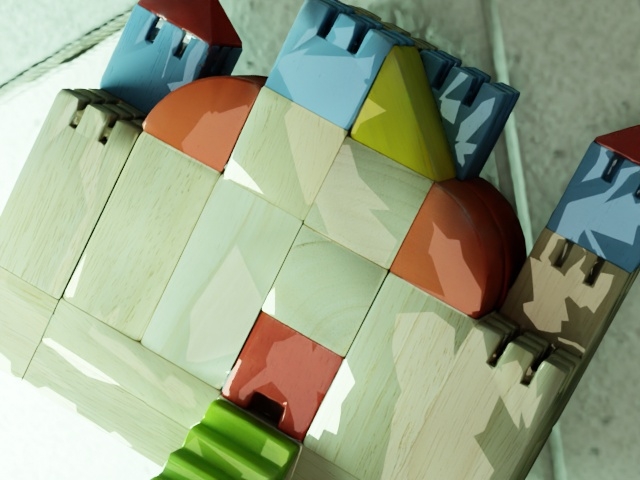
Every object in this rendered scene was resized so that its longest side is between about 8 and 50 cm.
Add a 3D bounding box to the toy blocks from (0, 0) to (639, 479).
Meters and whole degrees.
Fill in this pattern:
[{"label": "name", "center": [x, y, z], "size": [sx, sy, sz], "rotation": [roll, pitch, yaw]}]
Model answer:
[{"label": "toy blocks", "center": [0.000, 0.000, 0.903], "size": [0.381, 0.191, 0.261], "rotation": [29, 102, 13]}]
